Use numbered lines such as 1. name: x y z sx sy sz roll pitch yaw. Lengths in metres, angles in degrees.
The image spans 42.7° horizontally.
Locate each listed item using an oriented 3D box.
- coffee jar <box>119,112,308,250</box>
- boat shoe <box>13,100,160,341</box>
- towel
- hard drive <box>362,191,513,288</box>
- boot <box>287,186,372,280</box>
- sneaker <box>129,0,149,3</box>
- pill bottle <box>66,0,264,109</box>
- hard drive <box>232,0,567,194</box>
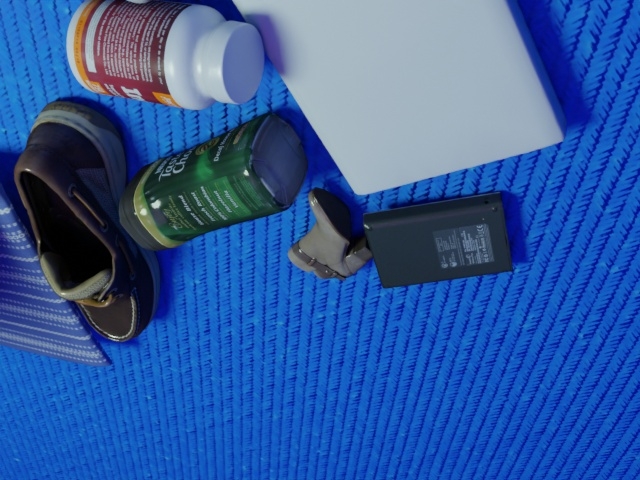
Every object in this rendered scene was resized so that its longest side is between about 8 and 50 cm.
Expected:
1. coffee jar: -0.108 -0.053 0.797 0.184 0.096 0.079 -18 124 32
2. boat shoe: -0.261 0.016 0.899 0.123 0.123 0.342 12 138 7
3. towel: -0.413 0.027 1.006 0.243 0.040 0.336 9 139 24
4. hard drive: 0.117 0.003 0.813 0.135 0.022 0.094 -9 132 13
5. boot: 0.000 0.000 0.853 0.087 0.042 0.118 -23 125 36
6. sneaker: -0.220 -0.249 0.657 0.211 0.080 0.081 31 143 0
7. pill bottle: -0.128 -0.156 0.686 0.152 0.086 0.086 13 139 24
8. hard drive: 0.047 -0.179 0.654 0.203 0.040 0.308 -13 129 30
